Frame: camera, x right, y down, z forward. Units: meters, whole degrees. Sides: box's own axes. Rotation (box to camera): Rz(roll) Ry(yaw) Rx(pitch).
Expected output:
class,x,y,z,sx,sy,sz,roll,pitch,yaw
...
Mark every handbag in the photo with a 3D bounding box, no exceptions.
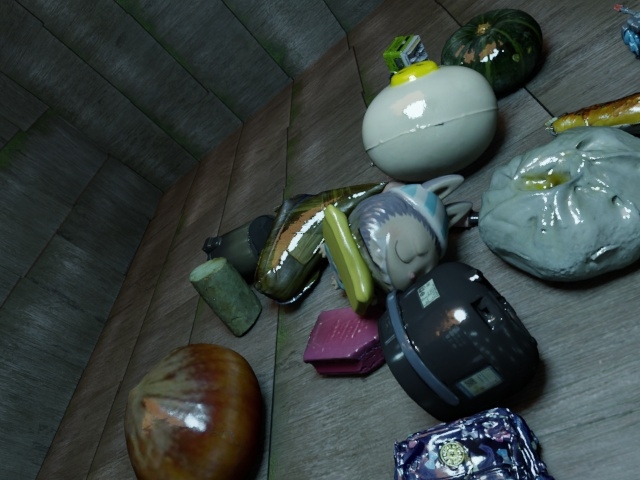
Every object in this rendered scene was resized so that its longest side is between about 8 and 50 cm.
class,x,y,z,sx,sy,sz,roll,pitch,yaw
handbag,0.241,0.387,0.696,0.260,0.113,0.162,-25,44,20

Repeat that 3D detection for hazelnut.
class,x,y,z,sx,sy,sz,roll,pitch,yaw
hazelnut,-0.319,0.465,1.103,0.359,0.359,0.409,-35,43,21

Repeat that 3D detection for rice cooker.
class,x,y,z,sx,sy,sz,roll,pitch,yaw
rice cooker,0.250,0.178,0.777,0.224,0.267,0.267,-41,32,20

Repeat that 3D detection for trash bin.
class,x,y,z,sx,sy,sz,roll,pitch,yaw
trash bin,-0.269,0.036,1.577,0.301,0.252,0.203,-21,42,44

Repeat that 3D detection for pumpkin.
class,x,y,z,sx,sy,sz,roll,pitch,yaw
pumpkin,0.530,-0.574,1.303,0.300,0.207,0.300,-19,41,17

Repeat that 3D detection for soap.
class,x,y,z,sx,sy,sz,roll,pitch,yaw
soap,0.091,0.246,1.049,0.250,0.099,0.162,-18,36,39

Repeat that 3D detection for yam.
class,x,y,z,sx,sy,sz,roll,pitch,yaw
yam,-0.325,0.190,1.473,0.161,0.268,0.161,-29,22,13

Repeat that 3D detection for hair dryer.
class,x,y,z,sx,sy,sz,roll,pitch,yaw
hair dryer,0.301,-0.073,1.160,0.344,0.107,0.189,4,56,42

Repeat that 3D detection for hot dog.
class,x,y,z,sx,sy,sz,roll,pitch,yaw
hot dog,0.633,-0.267,0.907,0.162,0.082,0.270,-13,12,-26

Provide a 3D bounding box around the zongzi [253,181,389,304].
class,x,y,z,sx,sy,sz,roll,pitch,yaw
zongzi,0.000,0.000,1.323,0.432,0.208,0.403,-14,44,39

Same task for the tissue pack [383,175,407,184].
class,x,y,z,sx,sy,sz,roll,pitch,yaw
tissue pack,0.259,-0.215,1.397,0.083,0.035,0.063,-8,50,49

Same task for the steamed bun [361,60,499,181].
class,x,y,z,sx,sy,sz,roll,pitch,yaw
steamed bun,0.304,-0.325,1.187,0.374,0.334,0.334,-12,44,21

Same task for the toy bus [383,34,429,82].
class,x,y,z,sx,sy,sz,roll,pitch,yaw
toy bus,0.332,-0.526,1.399,0.139,0.302,0.113,13,62,48

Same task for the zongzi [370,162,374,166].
class,x,y,z,sx,sy,sz,roll,pitch,yaw
zongzi,0.219,-0.374,1.439,0.256,0.228,0.115,-25,46,36

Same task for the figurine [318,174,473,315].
class,x,y,z,sx,sy,sz,roll,pitch,yaw
figurine,0.206,0.006,1.037,0.377,0.266,0.361,-17,-2,-8

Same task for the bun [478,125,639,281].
class,x,y,z,sx,sy,sz,roll,pitch,yaw
bun,0.488,-0.091,0.834,0.354,0.194,0.354,-30,38,27

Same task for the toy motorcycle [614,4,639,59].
class,x,y,z,sx,sy,sz,roll,pitch,yaw
toy motorcycle,0.843,-0.555,0.980,0.272,0.123,0.182,-36,44,19
